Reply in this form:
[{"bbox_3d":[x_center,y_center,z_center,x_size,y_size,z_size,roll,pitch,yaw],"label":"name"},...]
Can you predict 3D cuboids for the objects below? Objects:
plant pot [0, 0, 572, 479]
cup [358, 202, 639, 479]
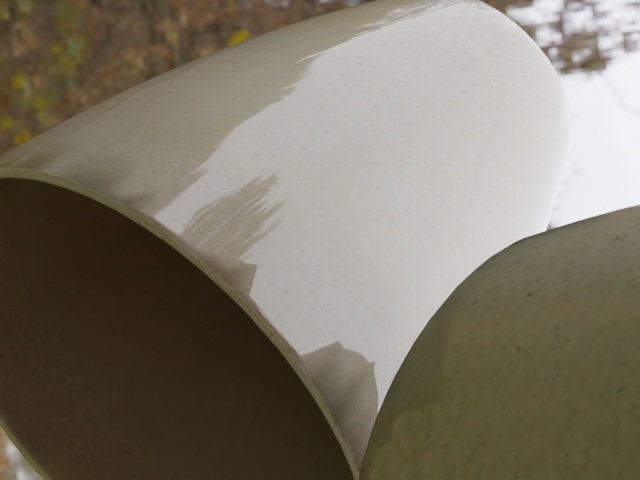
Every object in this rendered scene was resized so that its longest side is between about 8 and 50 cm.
[{"bbox_3d":[0.000,0.000,0.852,0.256,0.274,0.256,28,-40,26],"label":"plant pot"},{"bbox_3d":[0.152,0.110,0.596,0.237,0.331,0.331,24,-57,38],"label":"cup"}]
